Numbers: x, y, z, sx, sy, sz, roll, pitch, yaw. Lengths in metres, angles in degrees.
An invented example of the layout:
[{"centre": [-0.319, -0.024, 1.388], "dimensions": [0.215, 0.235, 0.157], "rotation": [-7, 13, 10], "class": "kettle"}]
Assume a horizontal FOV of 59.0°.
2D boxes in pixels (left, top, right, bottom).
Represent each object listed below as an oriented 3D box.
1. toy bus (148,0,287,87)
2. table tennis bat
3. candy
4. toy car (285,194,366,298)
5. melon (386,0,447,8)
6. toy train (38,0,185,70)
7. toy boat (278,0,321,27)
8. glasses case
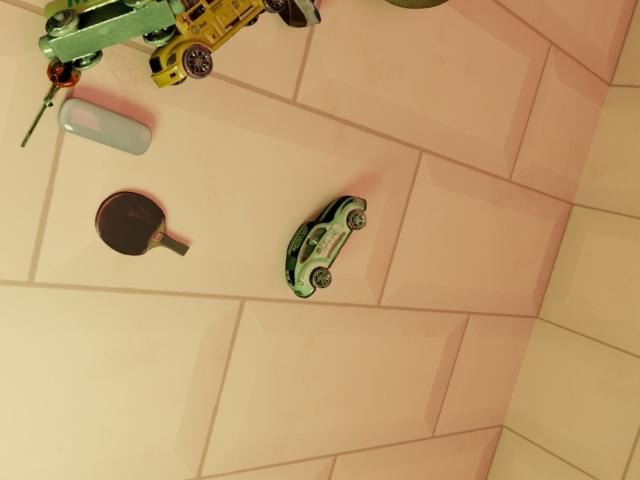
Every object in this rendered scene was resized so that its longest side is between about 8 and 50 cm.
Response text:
[{"centre": [-0.219, -0.444, 1.116], "dimensions": [0.331, 0.145, 0.151], "rotation": [-48, 121, -21], "class": "toy bus"}, {"centre": [-0.375, -0.020, 1.210], "dimensions": [0.220, 0.019, 0.130], "rotation": [33, 84, -40], "class": "table tennis bat"}, {"centre": [-0.496, -0.249, 1.025], "dimensions": [0.056, 0.049, 0.184], "rotation": [30, 93, -11], "class": "candy"}, {"centre": [0.000, 0.000, 1.457], "dimensions": [0.125, 0.136, 0.305], "rotation": [34, 80, -20], "class": "toy car"}, {"centre": [0.234, -0.679, 1.341], "dimensions": [0.329, 0.249, 0.248], "rotation": [-7, 109, -45], "class": "melon"}, {"centre": [-0.359, -0.391, 0.968], "dimensions": [0.253, 0.157, 0.105], "rotation": [-20, 145, 3], "class": "toy train"}, {"centre": [-0.059, -0.580, 1.215], "dimensions": [0.115, 0.114, 0.262], "rotation": [-38, 133, -19], "class": "toy boat"}, {"centre": [-0.413, -0.218, 1.093], "dimensions": [0.178, 0.045, 0.067], "rotation": [17, 93, -41], "class": "glasses case"}]
